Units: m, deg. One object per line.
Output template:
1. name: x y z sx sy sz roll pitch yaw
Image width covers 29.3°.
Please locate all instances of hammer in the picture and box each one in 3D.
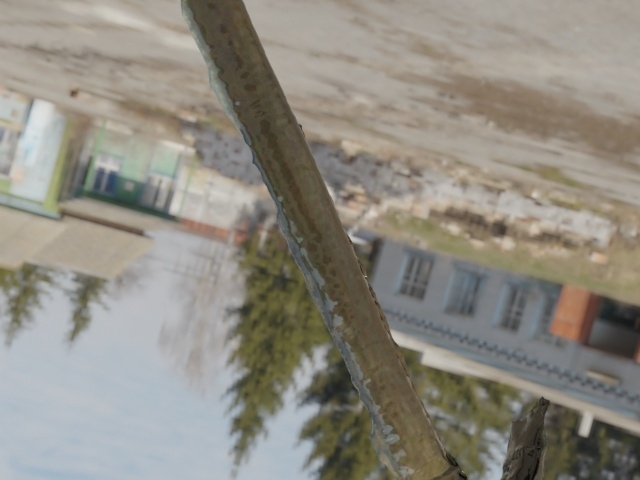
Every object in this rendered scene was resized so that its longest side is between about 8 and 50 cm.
1. hammer: 0.000 0.000 0.483 0.125 0.297 0.027 -27 -179 -36
